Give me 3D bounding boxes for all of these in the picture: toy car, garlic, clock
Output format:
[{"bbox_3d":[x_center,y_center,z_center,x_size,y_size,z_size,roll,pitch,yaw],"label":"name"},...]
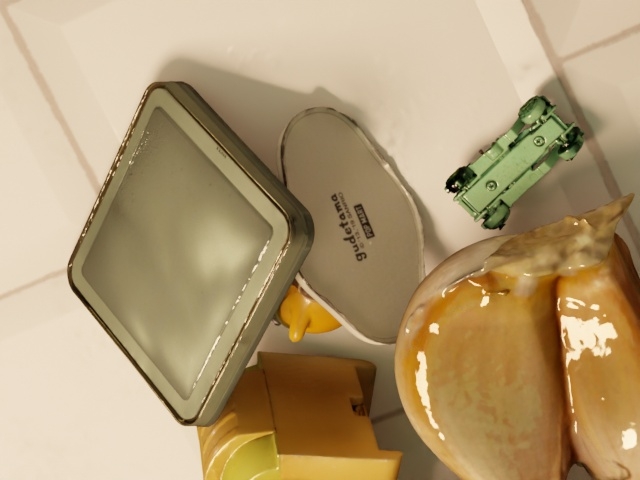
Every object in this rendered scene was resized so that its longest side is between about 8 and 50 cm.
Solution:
[{"bbox_3d":[0.193,-0.079,1.895,0.073,0.054,0.143,42,109,-7],"label":"toy car"},{"bbox_3d":[0.236,0.125,1.852,0.249,0.286,0.313,9,121,58],"label":"garlic"},{"bbox_3d":[-0.030,0.303,1.989,0.200,0.244,0.317,0,114,-5],"label":"clock"}]

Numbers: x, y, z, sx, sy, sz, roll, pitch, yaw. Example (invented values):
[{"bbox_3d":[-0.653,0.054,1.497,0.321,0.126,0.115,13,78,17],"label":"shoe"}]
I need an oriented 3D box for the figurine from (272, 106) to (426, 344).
[{"bbox_3d":[0.000,0.000,1.953,0.141,0.166,0.250,-25,77,55],"label":"figurine"}]

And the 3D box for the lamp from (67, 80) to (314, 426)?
[{"bbox_3d":[-0.139,0.012,1.923,0.269,0.047,0.266,47,120,35],"label":"lamp"}]
